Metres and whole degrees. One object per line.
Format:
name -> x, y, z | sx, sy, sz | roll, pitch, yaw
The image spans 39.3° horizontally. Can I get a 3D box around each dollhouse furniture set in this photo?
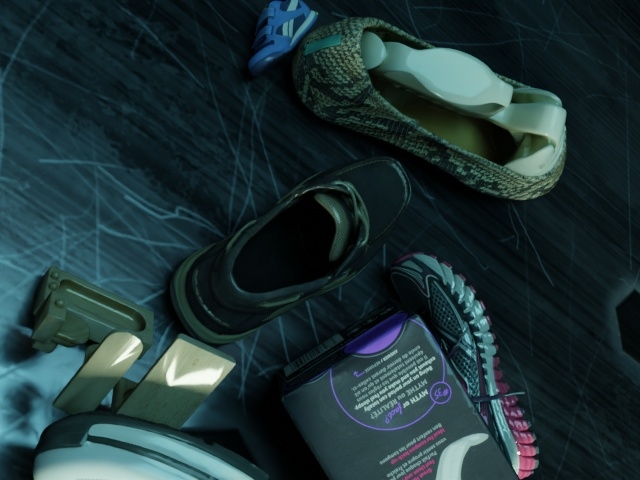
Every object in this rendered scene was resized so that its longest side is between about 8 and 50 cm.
dollhouse furniture set -> -0.172, 0.072, 0.813 | 0.144, 0.123, 0.151 | 29, 27, -25

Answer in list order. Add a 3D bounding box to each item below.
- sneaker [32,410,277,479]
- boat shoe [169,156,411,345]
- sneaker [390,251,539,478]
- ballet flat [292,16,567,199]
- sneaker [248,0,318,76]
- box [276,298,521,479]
sneaker -> -0.094, 0.355, 0.759 | 0.447, 0.169, 0.257 | 43, 43, -19
boat shoe -> 0.000, 0.000, 0.995 | 0.355, 0.130, 0.132 | -38, 98, -38
sneaker -> 0.153, 0.156, 1.064 | 0.112, 0.121, 0.299 | -20, 81, -17
ballet flat -> 0.196, -0.164, 1.158 | 0.482, 0.182, 0.164 | 17, 76, -31
sneaker -> -0.058, -0.252, 1.092 | 0.059, 0.053, 0.144 | 44, 46, -16
box -> 0.091, 0.220, 0.939 | 0.165, 0.143, 0.270 | -31, 94, -3
